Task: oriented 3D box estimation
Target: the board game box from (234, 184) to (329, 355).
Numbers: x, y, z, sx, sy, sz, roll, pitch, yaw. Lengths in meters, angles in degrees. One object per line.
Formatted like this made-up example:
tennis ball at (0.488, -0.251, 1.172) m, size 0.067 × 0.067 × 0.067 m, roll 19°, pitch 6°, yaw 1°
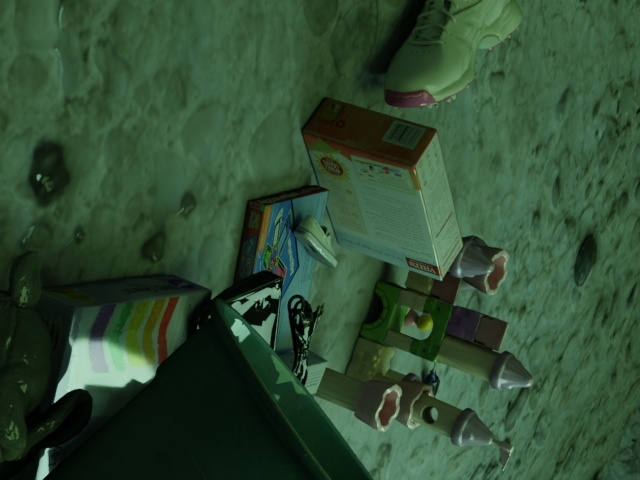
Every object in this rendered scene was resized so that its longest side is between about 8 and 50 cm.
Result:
board game box at (-0.061, 0.078, 1.857) m, size 0.145 × 0.027 × 0.281 m, roll -18°, pitch 123°, yaw -58°

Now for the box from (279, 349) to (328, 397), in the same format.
box at (-0.070, 0.230, 1.872) m, size 0.145 × 0.038 × 0.186 m, roll -4°, pitch 119°, yaw -61°

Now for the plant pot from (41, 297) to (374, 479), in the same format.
plant pot at (-0.122, 0.284, 1.380) m, size 0.334 × 0.341 × 0.341 m, roll -37°, pitch 149°, yaw 2°

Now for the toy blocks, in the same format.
toy blocks at (0.189, 0.134, 2.099) m, size 0.309 × 0.260 × 0.288 m, roll 18°, pitch 91°, yaw -63°

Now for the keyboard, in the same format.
keyboard at (-0.081, 0.172, 1.736) m, size 0.202 × 0.033 × 0.317 m, roll -22°, pitch 132°, yaw -41°

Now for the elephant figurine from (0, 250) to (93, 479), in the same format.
elephant figurine at (-0.296, 0.153, 1.374) m, size 0.239 × 0.186 × 0.169 m, roll 76°, pitch -2°, yaw -63°

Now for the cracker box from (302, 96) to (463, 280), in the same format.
cracker box at (0.080, -0.061, 1.885) m, size 0.067 × 0.156 × 0.232 m, roll -56°, pitch 150°, yaw -27°

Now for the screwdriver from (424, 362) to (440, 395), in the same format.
screwdriver at (0.172, 0.191, 2.335) m, size 0.024 × 0.025 × 0.170 m, roll -46°, pitch 153°, yaw -29°

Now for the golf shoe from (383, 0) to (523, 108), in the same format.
golf shoe at (0.157, -0.278, 1.960) m, size 0.306 × 0.115 × 0.140 m, roll -51°, pitch 137°, yaw -45°

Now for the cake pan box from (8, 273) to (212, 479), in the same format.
cake pan box at (-0.230, 0.172, 1.565) m, size 0.246 × 0.070 × 0.266 m, roll 0°, pitch 108°, yaw -59°

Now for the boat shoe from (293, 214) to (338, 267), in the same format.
boat shoe at (0.000, 0.000, 1.852) m, size 0.035 × 0.035 × 0.100 m, roll -60°, pitch 144°, yaw -14°
